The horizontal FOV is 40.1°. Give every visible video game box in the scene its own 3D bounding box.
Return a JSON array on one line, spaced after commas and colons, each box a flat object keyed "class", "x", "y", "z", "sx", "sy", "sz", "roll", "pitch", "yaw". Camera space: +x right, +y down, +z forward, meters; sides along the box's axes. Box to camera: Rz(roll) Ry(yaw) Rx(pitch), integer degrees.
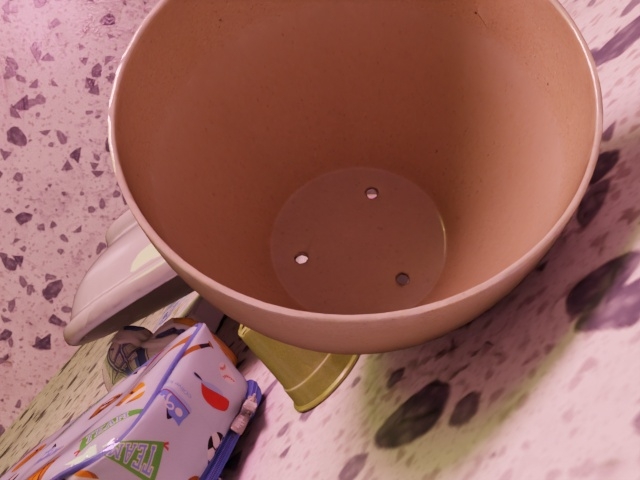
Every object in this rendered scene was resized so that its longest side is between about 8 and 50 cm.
[{"class": "video game box", "x": -0.194, "y": 0.115, "z": 1.293, "sx": 0.187, "sy": 0.048, "sz": 0.205, "roll": -39, "pitch": 14, "yaw": 29}]

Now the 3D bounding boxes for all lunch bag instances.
[{"class": "lunch bag", "x": -0.188, "y": 0.208, "z": 0.772, "sx": 0.303, "sy": 0.115, "sz": 0.243, "roll": -36, "pitch": 10, "yaw": 23}]

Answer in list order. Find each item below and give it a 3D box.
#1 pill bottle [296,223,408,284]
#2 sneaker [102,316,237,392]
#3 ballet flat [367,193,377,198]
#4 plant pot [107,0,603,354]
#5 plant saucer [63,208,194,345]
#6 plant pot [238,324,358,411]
[{"class": "pill bottle", "x": 0.018, "y": 0.024, "z": 0.745, "sx": 0.078, "sy": 0.078, "sz": 0.137, "roll": -52, "pitch": 13, "yaw": -16}, {"class": "sneaker", "x": -0.212, "y": 0.173, "z": 1.017, "sx": 0.131, "sy": 0.112, "sz": 0.296, "roll": -55, "pitch": 13, "yaw": -29}, {"class": "ballet flat", "x": 0.000, "y": 0.000, "z": 0.886, "sx": 0.221, "sy": 0.079, "sz": 0.077, "roll": -36, "pitch": 19, "yaw": 45}, {"class": "plant pot", "x": 0.022, "y": -0.041, "z": 0.586, "sx": 0.284, "sy": 0.284, "sz": 0.191, "roll": -53, "pitch": -19, "yaw": -21}, {"class": "plant saucer", "x": -0.138, "y": -0.015, "z": 1.039, "sx": 0.400, "sy": 0.101, "sz": 0.400, "roll": -30, "pitch": -2, "yaw": -1}, {"class": "plant pot", "x": -0.022, "y": 0.081, "z": 0.705, "sx": 0.083, "sy": 0.079, "sz": 0.083, "roll": -46, "pitch": 12, "yaw": 13}]
